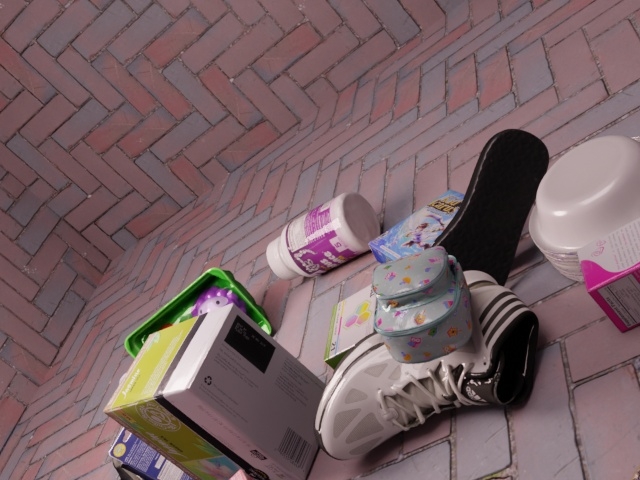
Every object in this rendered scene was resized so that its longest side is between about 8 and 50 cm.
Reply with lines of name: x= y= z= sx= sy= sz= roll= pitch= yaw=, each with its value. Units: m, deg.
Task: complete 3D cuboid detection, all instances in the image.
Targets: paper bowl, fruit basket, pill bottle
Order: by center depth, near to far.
paper bowl: x=0.504 y=-0.074 z=1.359 sx=0.284 sy=0.148 sz=0.284 roll=-36 pitch=25 yaw=20
fruit basket: x=-0.326 y=0.282 z=2.050 sx=0.392 sy=0.283 sz=0.392 roll=-40 pitch=5 yaw=4
pill bottle: x=0.000 y=0.000 z=2.066 sx=0.302 sy=0.169 sz=0.169 roll=-28 pitch=27 yaw=36

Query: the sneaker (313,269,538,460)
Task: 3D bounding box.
sneaker: x=0.186 y=0.243 z=1.314 sx=0.447 sy=0.169 sz=0.257 roll=-43 pitch=20 yaw=-3

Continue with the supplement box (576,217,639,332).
supplement box: x=0.528 y=0.030 z=1.177 sx=0.220 sy=0.114 sz=0.111 roll=-31 pitch=27 yaw=27

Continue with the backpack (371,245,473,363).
backpack: x=0.167 y=0.109 z=1.272 sx=0.166 sy=0.144 sz=0.188 roll=-17 pitch=34 yaw=16

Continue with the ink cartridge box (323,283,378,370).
ink cartridge box: x=0.143 y=0.169 z=1.616 sx=0.255 sy=0.097 sz=0.188 roll=-33 pitch=24 yaw=27

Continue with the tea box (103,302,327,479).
tea box: x=-0.208 y=0.343 z=1.607 sx=0.324 sy=0.329 sz=0.220 roll=-24 pitch=30 yaw=44

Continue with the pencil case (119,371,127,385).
pencil case: x=-0.403 y=0.439 z=1.896 sx=0.124 sy=0.114 sz=0.273 roll=-53 pitch=56 yaw=32

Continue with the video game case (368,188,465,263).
video game case: x=0.263 y=-0.008 z=1.698 sx=0.244 sy=0.061 sz=0.269 roll=-32 pitch=21 yaw=-9

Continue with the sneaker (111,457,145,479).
sneaker: x=-0.442 y=0.594 z=1.804 sx=0.228 sy=0.087 sz=0.130 roll=26 pitch=96 yaw=42

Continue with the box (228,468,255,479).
box: x=-0.103 y=0.548 z=1.298 sx=0.142 sy=0.154 sz=0.300 roll=-46 pitch=21 yaw=-4

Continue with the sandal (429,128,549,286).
sandal: x=0.312 y=-0.006 z=1.510 sx=0.445 sy=0.168 sz=0.107 roll=-60 pitch=2 yaw=-3

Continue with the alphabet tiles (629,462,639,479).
alphabet tiles: x=0.474 y=0.300 z=0.930 sx=0.237 sy=0.009 sz=0.198 roll=-50 pitch=23 yaw=-14

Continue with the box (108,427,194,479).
box: x=-0.358 y=0.492 z=1.754 sx=0.036 sy=0.225 sz=0.136 roll=-56 pitch=6 yaw=51
